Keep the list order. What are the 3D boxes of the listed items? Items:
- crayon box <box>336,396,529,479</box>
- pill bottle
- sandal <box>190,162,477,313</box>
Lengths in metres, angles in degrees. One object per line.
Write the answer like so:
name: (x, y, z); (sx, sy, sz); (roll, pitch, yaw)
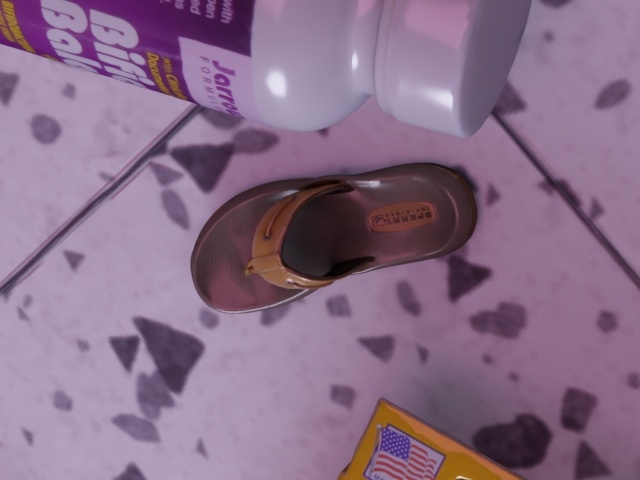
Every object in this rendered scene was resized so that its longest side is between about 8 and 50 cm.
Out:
crayon box: (0.069, 0.257, 1.080); (0.203, 0.083, 0.323); (29, 113, 11)
pill bottle: (-0.049, -0.151, 0.937); (0.301, 0.169, 0.169); (18, 115, 16)
sandal: (0.000, 0.000, 1.041); (0.180, 0.049, 0.072); (-13, 104, 26)
